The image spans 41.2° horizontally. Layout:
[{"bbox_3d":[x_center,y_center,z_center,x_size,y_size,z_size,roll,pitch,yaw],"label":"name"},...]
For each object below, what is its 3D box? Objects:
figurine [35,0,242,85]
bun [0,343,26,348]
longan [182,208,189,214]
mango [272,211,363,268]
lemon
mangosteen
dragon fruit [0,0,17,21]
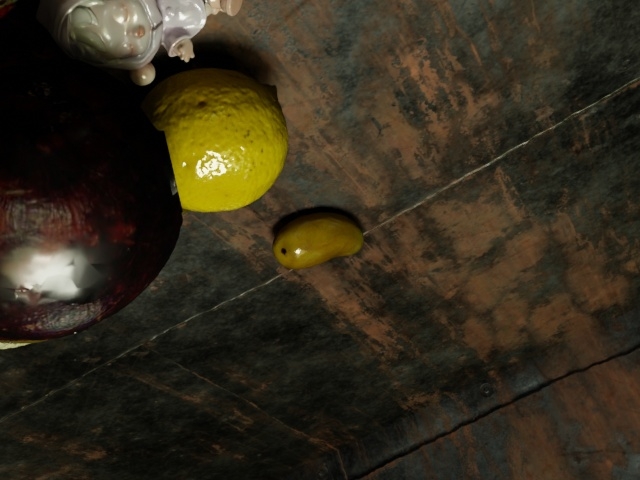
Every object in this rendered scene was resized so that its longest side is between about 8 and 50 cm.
[{"bbox_3d":[-0.244,-0.316,1.167,0.276,0.133,0.200,-15,135,-18],"label":"figurine"},{"bbox_3d":[-0.565,0.113,1.615,0.220,0.134,0.220,-38,170,-8],"label":"bun"},{"bbox_3d":[-0.266,-0.080,1.568,0.075,0.075,0.083,-8,-173,-19],"label":"longan"},{"bbox_3d":[0.000,0.000,1.801,0.227,0.099,0.136,-5,141,-37],"label":"mango"},{"bbox_3d":[-0.180,-0.158,1.346,0.253,0.228,0.228,-7,145,-16],"label":"lemon"},{"bbox_3d":[-0.361,-0.050,1.137,0.381,0.381,0.421,-21,163,1],"label":"mangosteen"},{"bbox_3d":[-0.443,-0.326,1.008,0.182,0.182,0.188,6,148,-35],"label":"dragon fruit"}]
